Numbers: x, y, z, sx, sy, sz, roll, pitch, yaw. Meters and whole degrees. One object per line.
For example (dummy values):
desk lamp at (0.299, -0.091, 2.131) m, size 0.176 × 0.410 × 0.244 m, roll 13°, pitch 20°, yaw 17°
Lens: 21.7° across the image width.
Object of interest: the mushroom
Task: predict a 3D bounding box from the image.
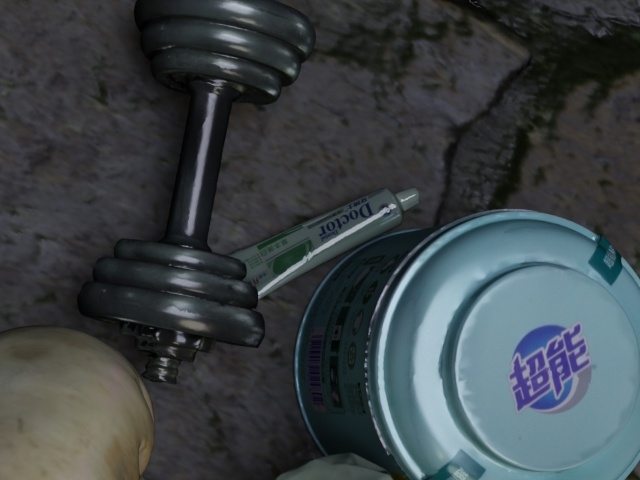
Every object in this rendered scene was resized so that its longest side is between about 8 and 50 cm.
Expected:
mushroom at (-0.267, 0.260, 1.443) m, size 0.325 × 0.353 × 0.353 m, roll -19°, pitch 92°, yaw 21°

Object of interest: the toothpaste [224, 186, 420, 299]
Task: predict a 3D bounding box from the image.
toothpaste at (0.000, 0.000, 1.655) m, size 0.218 × 0.041 × 0.064 m, roll -25°, pitch 63°, yaw -8°

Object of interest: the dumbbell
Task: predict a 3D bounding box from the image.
dumbbell at (-0.115, -0.067, 1.568) m, size 0.179 × 0.179 × 0.406 m, roll 11°, pitch 83°, yaw -16°

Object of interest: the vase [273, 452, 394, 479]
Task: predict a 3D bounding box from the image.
vase at (0.063, 0.339, 1.529) m, size 0.165 × 0.165 × 0.360 m, roll -49°, pitch 135°, yaw -14°

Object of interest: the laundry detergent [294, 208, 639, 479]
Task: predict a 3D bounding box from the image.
laundry detergent at (0.150, 0.119, 1.567) m, size 0.287 × 0.305 × 0.287 m, roll 1°, pitch 86°, yaw -17°
